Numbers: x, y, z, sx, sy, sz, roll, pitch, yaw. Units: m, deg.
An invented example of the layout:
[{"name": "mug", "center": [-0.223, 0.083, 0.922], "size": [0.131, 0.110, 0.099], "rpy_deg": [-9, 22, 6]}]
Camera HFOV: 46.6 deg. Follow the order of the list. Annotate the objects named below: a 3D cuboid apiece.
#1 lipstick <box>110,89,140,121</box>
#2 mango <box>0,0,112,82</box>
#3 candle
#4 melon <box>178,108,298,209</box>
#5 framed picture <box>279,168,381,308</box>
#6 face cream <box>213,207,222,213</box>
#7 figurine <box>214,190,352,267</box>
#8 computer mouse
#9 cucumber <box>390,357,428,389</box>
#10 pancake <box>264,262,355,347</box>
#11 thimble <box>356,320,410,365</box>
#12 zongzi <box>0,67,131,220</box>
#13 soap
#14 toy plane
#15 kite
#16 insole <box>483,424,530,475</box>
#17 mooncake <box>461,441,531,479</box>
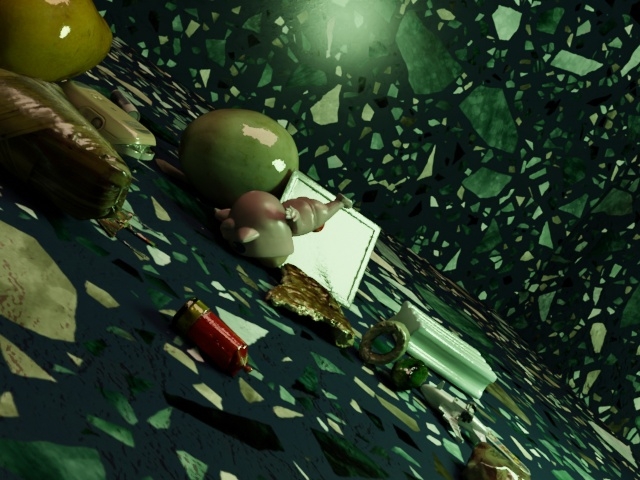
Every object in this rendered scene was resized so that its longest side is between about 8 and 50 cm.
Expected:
[{"name": "lipstick", "center": [-0.523, -0.359, 1.986], "size": [0.040, 0.040, 0.141], "rpy_deg": [28, 14, -47]}, {"name": "mango", "center": [-0.557, -0.415, 1.474], "size": [0.378, 0.264, 0.221], "rpy_deg": [-30, 106, -76]}, {"name": "candle", "center": [-0.143, 0.137, 1.027], "size": [0.131, 0.052, 0.052], "rpy_deg": [40, 10, 8]}, {"name": "melon", "center": [-0.190, -0.193, 1.802], "size": [0.272, 0.272, 0.308], "rpy_deg": [46, 6, 40]}, {"name": "framed picture", "center": [0.000, 0.000, 1.781], "size": [0.296, 0.232, 0.019], "rpy_deg": [34, -21, -29]}, {"name": "face cream", "center": [-0.145, -0.017, 1.759], "size": [0.244, 0.058, 0.092], "rpy_deg": [19, 25, -47]}, {"name": "figurine", "center": [-0.077, -0.024, 1.615], "size": [0.288, 0.186, 0.176], "rpy_deg": [-16, 28, -36]}, {"name": "computer mouse", "center": [-0.457, -0.246, 1.567], "size": [0.237, 0.082, 0.145], "rpy_deg": [38, 9, 3]}, {"name": "cucumber", "center": [0.193, 0.281, 1.576], "size": [0.069, 0.069, 0.227], "rpy_deg": [41, 6, 17]}, {"name": "pancake", "center": [-0.042, 0.126, 1.519], "size": [0.266, 0.057, 0.245], "rpy_deg": [40, 17, 35]}, {"name": "thimble", "center": [0.129, 0.212, 1.531], "size": [0.084, 0.110, 0.062], "rpy_deg": [65, 11, 10]}, {"name": "zongzi", "center": [-0.431, -0.152, 1.050], "size": [0.286, 0.134, 0.288], "rpy_deg": [40, 8, 25]}, {"name": "soap", "center": [0.311, 0.283, 1.921], "size": [0.265, 0.087, 0.160], "rpy_deg": [36, 9, -18]}, {"name": "toy plane", "center": [0.284, 0.357, 1.556], "size": [0.171, 0.065, 0.162], "rpy_deg": [45, 21, 9]}, {"name": "kite", "center": [-0.337, -0.037, 1.242], "size": [0.160, 0.010, 0.183], "rpy_deg": [37, 9, -10]}, {"name": "insole", "center": [0.398, 0.456, 1.679], "size": [0.197, 0.004, 0.065], "rpy_deg": [44, 11, 31]}, {"name": "mooncake", "center": [0.318, 0.426, 1.323], "size": [0.130, 0.073, 0.125], "rpy_deg": [38, 11, 9]}]
